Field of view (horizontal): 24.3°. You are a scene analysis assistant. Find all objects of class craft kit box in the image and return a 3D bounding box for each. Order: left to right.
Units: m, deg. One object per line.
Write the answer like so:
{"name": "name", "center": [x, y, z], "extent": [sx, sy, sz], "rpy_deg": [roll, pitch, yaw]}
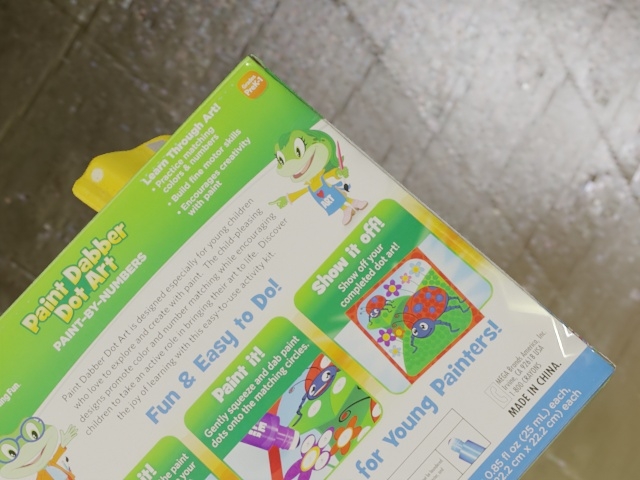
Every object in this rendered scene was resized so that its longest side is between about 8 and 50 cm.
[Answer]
{"name": "craft kit box", "center": [-0.029, 0.077, 0.740], "extent": [0.250, 0.247, 0.061], "rpy_deg": [-47, 168, -5]}

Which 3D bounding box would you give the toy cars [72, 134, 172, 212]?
{"name": "toy cars", "center": [0.000, 0.000, 1.129], "extent": [0.394, 0.176, 0.087], "rpy_deg": [25, 102, -24]}
